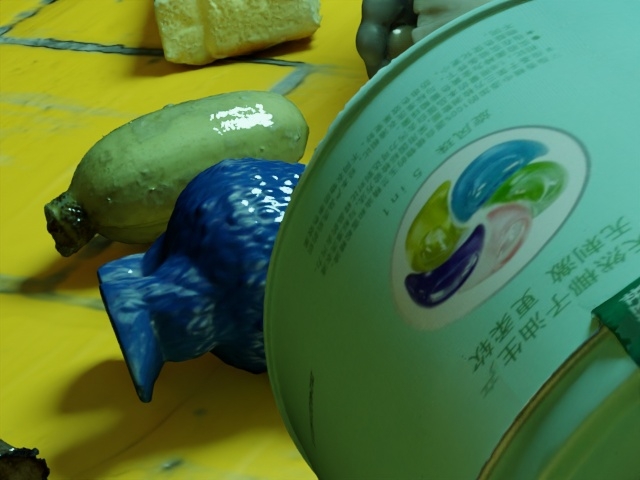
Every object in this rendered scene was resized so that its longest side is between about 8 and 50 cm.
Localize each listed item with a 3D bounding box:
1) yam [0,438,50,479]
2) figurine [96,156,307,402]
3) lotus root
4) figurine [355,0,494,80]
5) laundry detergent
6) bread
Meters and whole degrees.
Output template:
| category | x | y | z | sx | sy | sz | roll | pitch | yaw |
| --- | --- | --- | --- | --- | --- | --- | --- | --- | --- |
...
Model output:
| category | x | y | z | sx | sy | sz | roll | pitch | yaw |
| --- | --- | --- | --- | --- | --- | --- | --- | --- | --- |
| yam | -0.201 | 0.124 | 0.981 | 0.079 | 0.079 | 0.141 | -32 | 33 | -34 |
| figurine | -0.003 | 0.004 | 1.080 | 0.262 | 0.120 | 0.164 | -20 | 26 | -21 |
| lotus root | -0.094 | -0.046 | 1.237 | 0.183 | 0.090 | 0.077 | -21 | 71 | -16 |
| figurine | 0.192 | -0.117 | 1.187 | 0.387 | 0.166 | 0.207 | 14 | 54 | 44 |
| laundry detergent | 0.150 | 0.083 | 0.707 | 0.287 | 0.287 | 0.305 | -16 | 28 | -9 |
| bread | -0.062 | -0.210 | 1.549 | 0.125 | 0.068 | 0.188 | -9 | 28 | 5 |
